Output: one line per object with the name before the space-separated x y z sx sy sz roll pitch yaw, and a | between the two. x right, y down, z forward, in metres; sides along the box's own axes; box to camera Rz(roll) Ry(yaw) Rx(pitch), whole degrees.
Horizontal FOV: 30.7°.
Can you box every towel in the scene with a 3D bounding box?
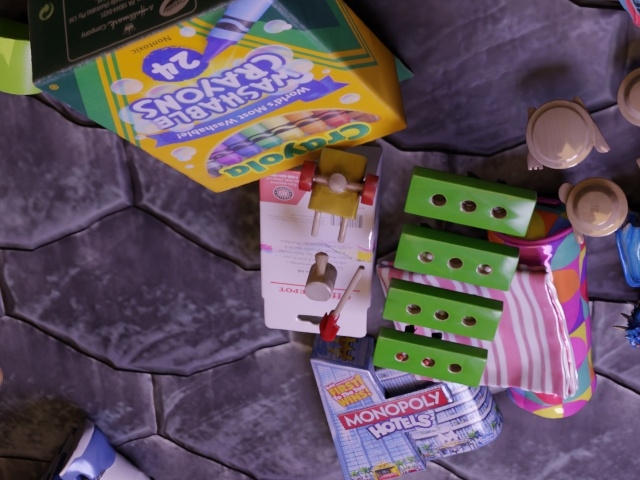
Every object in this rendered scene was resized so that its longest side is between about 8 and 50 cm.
towel | 0.151 0.086 1.150 0.197 0.029 0.144 1 121 37

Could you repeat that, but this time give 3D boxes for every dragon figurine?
dragon figurine | 0.321 -0.008 1.108 0.144 0.085 0.289 -18 119 22

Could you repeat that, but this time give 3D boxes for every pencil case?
pencil case | 0.225 0.067 1.176 0.104 0.104 0.236 -3 125 13

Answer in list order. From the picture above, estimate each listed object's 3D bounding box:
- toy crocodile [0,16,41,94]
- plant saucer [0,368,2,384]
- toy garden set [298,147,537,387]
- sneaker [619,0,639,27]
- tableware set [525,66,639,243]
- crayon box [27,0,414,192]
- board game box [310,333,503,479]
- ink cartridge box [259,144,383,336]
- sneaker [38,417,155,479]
toy crocodile | -0.413 -0.196 1.114 0.341 0.105 0.115 6 126 12
plant saucer | -0.429 0.162 1.413 0.083 0.015 0.083 5 126 7
toy garden set | 0.074 0.020 1.083 0.204 0.049 0.244 12 132 3
sneaker | 0.324 -0.154 0.944 0.104 0.125 0.262 -41 98 14
tableware set | 0.272 -0.077 1.050 0.169 0.020 0.141 -19 90 21
crayon box | -0.062 -0.136 0.983 0.203 0.083 0.323 -18 158 22
board game box | 0.079 0.172 1.298 0.194 0.060 0.194 -18 121 22
ink cartridge box | 0.000 0.000 1.187 0.115 0.067 0.198 6 124 7
sneaker | -0.301 0.378 1.474 0.182 0.127 0.315 35 122 -11
